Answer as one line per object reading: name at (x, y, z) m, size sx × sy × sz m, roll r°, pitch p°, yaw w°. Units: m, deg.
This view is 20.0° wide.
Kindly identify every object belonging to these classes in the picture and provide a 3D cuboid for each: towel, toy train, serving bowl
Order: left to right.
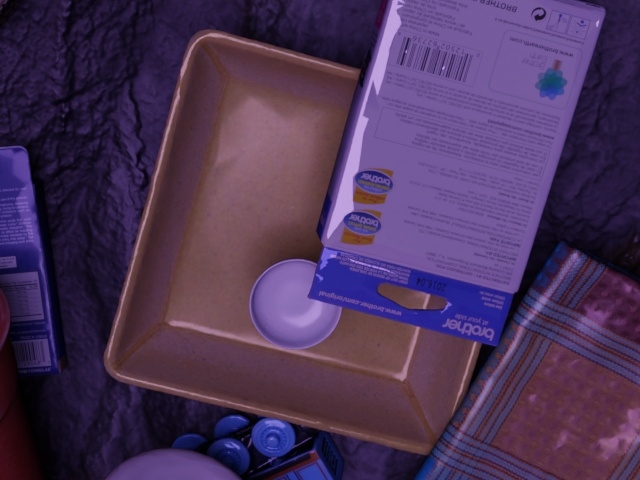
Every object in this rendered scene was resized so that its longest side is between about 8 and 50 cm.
toy train at (-0.070, 0.222, 1.741) m, size 0.184 × 0.080 × 0.105 m, roll -26°, pitch 105°, yaw 13°
serving bowl at (-0.023, 0.054, 1.621) m, size 0.083 × 0.027 × 0.083 m, roll -1°, pitch 105°, yaw -5°
towel at (0.243, 0.213, 1.676) m, size 0.271 × 0.040 × 0.370 m, roll 26°, pitch 105°, yaw -10°

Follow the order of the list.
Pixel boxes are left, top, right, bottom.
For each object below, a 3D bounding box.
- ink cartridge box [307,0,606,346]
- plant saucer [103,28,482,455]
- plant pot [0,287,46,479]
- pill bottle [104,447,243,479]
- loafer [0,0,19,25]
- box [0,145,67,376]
ink cartridge box at (0.112, -0.078, 1.583) m, size 0.185 × 0.065 × 0.311 m, roll 14°, pitch 100°, yaw -9°
plant saucer at (0.000, 0.000, 1.665) m, size 0.332 × 0.081 × 0.333 m, roll 14°, pitch 102°, yaw -8°
plant pot at (-0.371, 0.209, 1.669) m, size 0.272 × 0.272 × 0.265 m, roll -11°, pitch 122°, yaw 9°
pill bottle at (-0.164, 0.324, 1.677) m, size 0.162 × 0.162 × 0.278 m, roll 30°, pitch 136°, yaw 1°
loafer at (-0.373, -0.180, 1.696) m, size 0.092 × 0.102 × 0.268 m, roll 39°, pitch 93°, yaw 0°
box at (-0.327, 0.022, 1.755) m, size 0.136 × 0.036 × 0.225 m, roll -4°, pitch 102°, yaw 8°
